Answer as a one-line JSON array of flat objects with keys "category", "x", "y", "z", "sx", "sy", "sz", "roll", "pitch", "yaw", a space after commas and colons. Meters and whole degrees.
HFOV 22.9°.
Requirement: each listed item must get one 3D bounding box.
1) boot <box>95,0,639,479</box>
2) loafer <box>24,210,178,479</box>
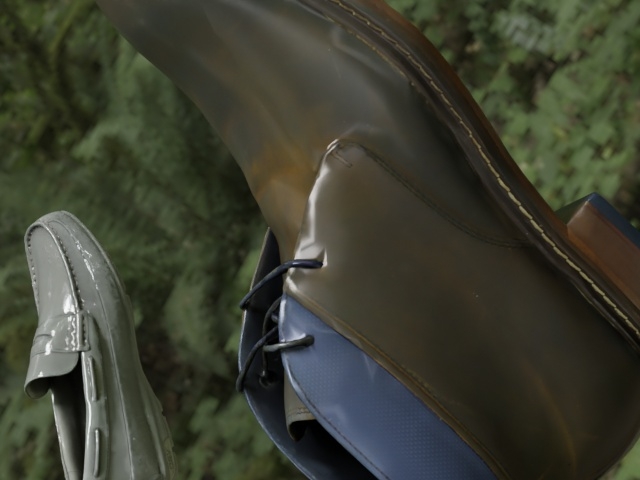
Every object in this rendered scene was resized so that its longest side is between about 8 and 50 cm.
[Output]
[{"category": "boot", "x": 0.000, "y": 0.000, "z": 0.445, "sx": 0.106, "sy": 0.219, "sz": 0.082, "roll": -52, "pitch": -1, "yaw": -24}, {"category": "loafer", "x": -0.237, "y": 0.118, "z": 1.545, "sx": 0.112, "sy": 0.111, "sz": 0.319, "roll": -48, "pitch": 58, "yaw": 49}]
